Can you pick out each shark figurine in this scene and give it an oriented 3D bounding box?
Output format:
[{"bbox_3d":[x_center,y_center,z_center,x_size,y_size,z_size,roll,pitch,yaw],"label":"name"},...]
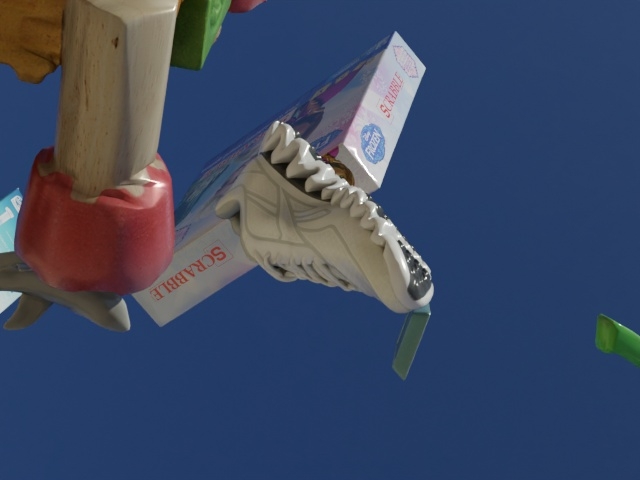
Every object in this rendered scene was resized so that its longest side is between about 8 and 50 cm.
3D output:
[{"bbox_3d":[-0.365,0.054,1.622,0.278,0.116,0.166,-13,-89,-16],"label":"shark figurine"}]

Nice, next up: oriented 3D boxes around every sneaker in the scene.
[{"bbox_3d":[0.000,0.000,1.290,0.118,0.110,0.292,-42,-143,-4],"label":"sneaker"}]

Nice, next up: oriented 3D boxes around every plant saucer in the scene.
[{"bbox_3d":[0.087,0.090,1.371,0.018,0.192,0.067,21,-87,4],"label":"plant saucer"}]

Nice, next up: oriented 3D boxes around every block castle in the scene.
[{"bbox_3d":[-0.200,-0.153,0.890,0.303,0.453,0.213,12,-57,0],"label":"block castle"}]

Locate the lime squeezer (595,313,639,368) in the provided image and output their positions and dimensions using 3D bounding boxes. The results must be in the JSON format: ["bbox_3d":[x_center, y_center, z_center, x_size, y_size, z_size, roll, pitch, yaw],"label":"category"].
[{"bbox_3d":[0.276,0.082,0.810,0.059,0.310,0.110,0,-86,64],"label":"lime squeezer"}]

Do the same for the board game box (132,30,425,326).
[{"bbox_3d":[-0.044,-0.076,1.618,0.319,0.318,0.066,-33,-73,26],"label":"board game box"}]

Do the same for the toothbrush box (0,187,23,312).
[{"bbox_3d":[-0.518,0.067,1.895,0.216,0.295,0.126,-23,-78,22],"label":"toothbrush box"}]
